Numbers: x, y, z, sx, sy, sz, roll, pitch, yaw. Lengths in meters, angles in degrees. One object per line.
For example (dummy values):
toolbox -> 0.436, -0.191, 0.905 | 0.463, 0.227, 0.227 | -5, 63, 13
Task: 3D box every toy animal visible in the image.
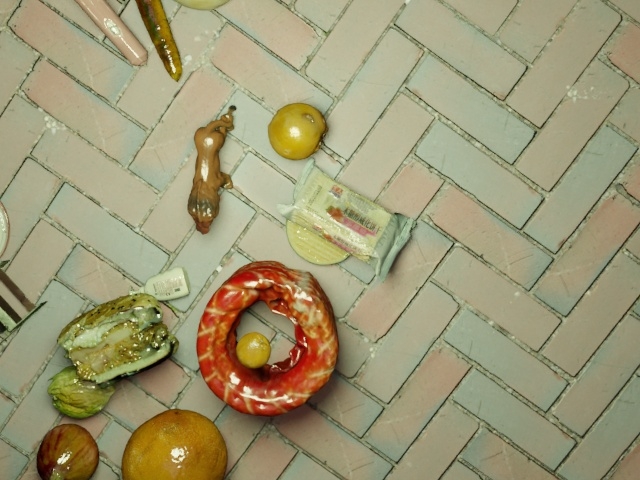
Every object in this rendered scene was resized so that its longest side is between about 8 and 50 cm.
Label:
toy animal -> -0.264, -0.171, 1.651 | 0.097, 0.157, 0.312 | 5, 98, 1

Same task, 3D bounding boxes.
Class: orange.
orange -> -0.356, 0.546, 1.688 | 0.265, 0.264, 0.264 | 0, 96, 3
orange -> -0.143, 0.237, 1.501 | 0.085, 0.085, 0.084 | 0, 96, 3

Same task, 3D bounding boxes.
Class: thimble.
thimble -> -0.121, 0.228, 1.650 | 0.351, 0.230, 0.349 | 0, 97, 2

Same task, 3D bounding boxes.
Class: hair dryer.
hair dryer -> -0.523, -0.548, 1.613 | 0.125, 0.210, 0.352 | -41, 108, 1

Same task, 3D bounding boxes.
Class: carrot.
carrot -> -0.395, -0.534, 1.668 | 0.066, 0.066, 0.314 | -20, 98, 5

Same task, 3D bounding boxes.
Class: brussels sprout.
brussels sprout -> -0.602, 0.379, 1.757 | 0.181, 0.100, 0.139 | -19, 105, 3

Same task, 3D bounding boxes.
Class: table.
table -> -0.812, 0.160, 1.759 | 0.175, 0.062, 0.146 | -41, 93, 3

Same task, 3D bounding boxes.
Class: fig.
fig -> -0.646, 0.566, 1.746 | 0.148, 0.202, 0.149 | 2, 132, 16

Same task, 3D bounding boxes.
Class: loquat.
loquat -> -0.056, -0.260, 1.643 | 0.141, 0.141, 0.141 | 0, 96, 3

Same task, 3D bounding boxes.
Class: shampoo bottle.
shampoo bottle -> -0.407, 0.119, 1.742 | 0.152, 0.045, 0.077 | -16, 97, 2

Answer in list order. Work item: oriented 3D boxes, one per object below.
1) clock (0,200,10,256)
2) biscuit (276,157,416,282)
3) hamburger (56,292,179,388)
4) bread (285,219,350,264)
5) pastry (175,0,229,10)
clock -> -0.901, -0.032, 1.745 | 0.245, 0.056, 0.244 | 0, 96, 3
biscuit -> 0.064, -0.055, 1.666 | 0.309, 0.079, 0.186 | 31, 62, 2
hamburger -> -0.485, 0.231, 1.694 | 0.288, 0.192, 0.167 | -23, 108, 4
bread -> -0.005, 0.002, 1.717 | 0.193, 0.036, 0.112 | 22, 97, -4
pastry -> -0.279, -0.671, 1.613 | 0.265, 0.133, 0.264 | 0, 93, 5
